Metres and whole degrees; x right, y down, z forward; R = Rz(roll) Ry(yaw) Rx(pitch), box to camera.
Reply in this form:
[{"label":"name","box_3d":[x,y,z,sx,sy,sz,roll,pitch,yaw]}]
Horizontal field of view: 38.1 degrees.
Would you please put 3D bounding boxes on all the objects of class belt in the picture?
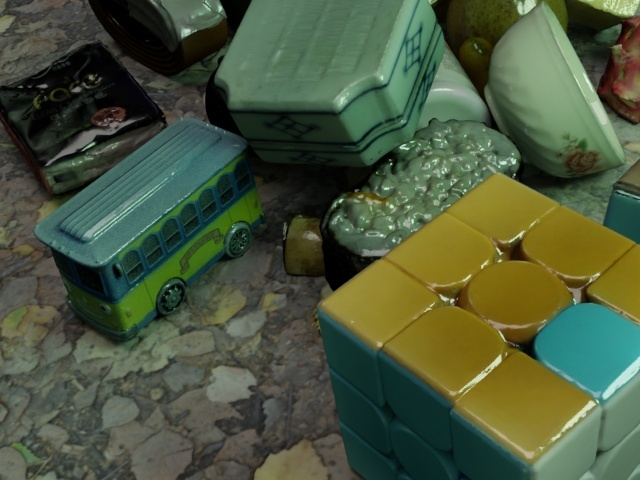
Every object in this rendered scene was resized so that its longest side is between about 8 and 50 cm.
[{"label":"belt","box_3d":[-0.325,-0.458,1.832,0.122,0.217,0.338,-38,52,-26]}]

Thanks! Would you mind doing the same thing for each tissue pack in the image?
[{"label":"tissue pack","box_3d":[-0.440,-0.225,1.676,0.245,0.123,0.332,-25,44,-19]}]

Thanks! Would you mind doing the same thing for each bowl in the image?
[{"label":"bowl","box_3d":[0.343,-0.209,1.413,0.145,0.277,0.277,-29,38,21]}]

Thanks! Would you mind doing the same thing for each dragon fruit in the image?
[{"label":"dragon fruit","box_3d":[0.557,-0.338,1.558,0.126,0.161,0.274,31,58,34]}]

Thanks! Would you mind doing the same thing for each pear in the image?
[{"label":"pear","box_3d":[0.328,-0.388,1.623,0.188,0.211,0.228,-36,48,-27]}]

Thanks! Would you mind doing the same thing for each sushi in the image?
[{"label":"sushi","box_3d":[0.144,-0.023,1.299,0.210,0.171,0.350,23,53,30]}]

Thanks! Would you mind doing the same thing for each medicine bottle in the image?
[{"label":"medicine bottle","box_3d":[0.135,-0.243,1.513,0.202,0.202,0.316,-15,43,-4]}]

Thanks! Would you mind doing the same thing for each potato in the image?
[{"label":"potato","box_3d":[0.000,0.000,1.382,0.103,0.066,0.096,2,47,11]}]

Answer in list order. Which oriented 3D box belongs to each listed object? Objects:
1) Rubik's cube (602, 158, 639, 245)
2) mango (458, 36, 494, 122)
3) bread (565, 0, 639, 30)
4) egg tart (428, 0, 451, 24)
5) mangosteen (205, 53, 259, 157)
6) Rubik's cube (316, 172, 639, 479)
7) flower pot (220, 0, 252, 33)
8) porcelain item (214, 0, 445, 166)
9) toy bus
[{"label":"Rubik's cube","box_3d":[0.464,0.026,1.099,0.224,0.231,0.221,23,35,28]},{"label":"mango","box_3d":[0.277,-0.271,1.546,0.089,0.163,0.111,-31,26,-1]},{"label":"bread","box_3d":[0.488,-0.434,1.662,0.125,0.068,0.188,22,6,-1]},{"label":"egg tart","box_3d":[0.177,-0.479,1.797,0.314,0.120,0.315,-20,35,15]},{"label":"mangosteen","box_3d":[-0.086,-0.254,1.560,0.242,0.243,0.243,-6,42,5]},{"label":"Rubik's cube","box_3d":[0.208,0.154,1.001,0.291,0.290,0.291,-35,48,-25]},{"label":"flower pot","box_3d":[-0.106,-0.553,1.866,0.379,0.251,0.379,-5,44,5]},{"label":"porcelain item","box_3d":[0.016,-0.247,1.321,0.281,0.157,0.286,5,60,28]},{"label":"toy bus","box_3d":[-0.239,-0.021,1.360,0.152,0.190,0.312,25,53,32]}]
